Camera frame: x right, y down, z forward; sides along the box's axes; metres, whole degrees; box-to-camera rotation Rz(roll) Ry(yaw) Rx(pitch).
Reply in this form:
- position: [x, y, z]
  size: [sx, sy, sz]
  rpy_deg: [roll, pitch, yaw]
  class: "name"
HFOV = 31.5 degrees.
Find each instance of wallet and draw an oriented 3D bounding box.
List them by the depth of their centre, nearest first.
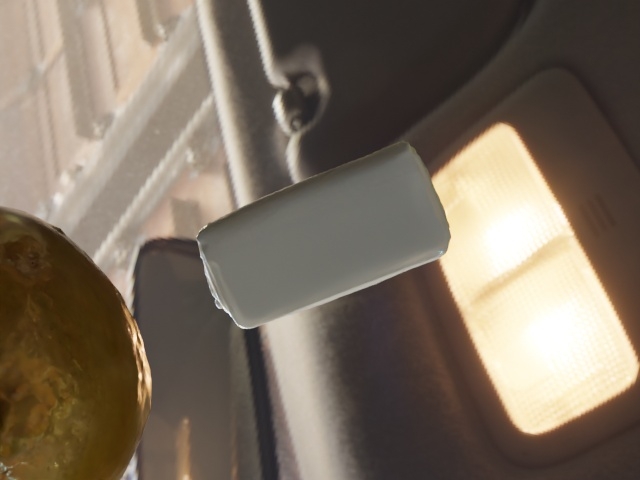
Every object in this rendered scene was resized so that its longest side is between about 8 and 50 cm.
- position: [0.000, 0.000, 0.852]
  size: [0.190, 0.095, 0.033]
  rpy_deg: [-24, -172, 10]
  class: "wallet"

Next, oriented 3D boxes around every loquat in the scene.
- position: [-0.259, 0.115, 0.825]
  size: [0.284, 0.276, 0.276]
  rpy_deg: [138, -39, -70]
  class: "loquat"
